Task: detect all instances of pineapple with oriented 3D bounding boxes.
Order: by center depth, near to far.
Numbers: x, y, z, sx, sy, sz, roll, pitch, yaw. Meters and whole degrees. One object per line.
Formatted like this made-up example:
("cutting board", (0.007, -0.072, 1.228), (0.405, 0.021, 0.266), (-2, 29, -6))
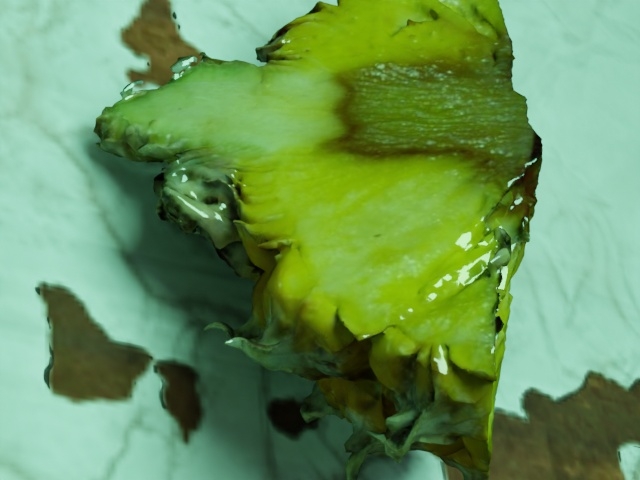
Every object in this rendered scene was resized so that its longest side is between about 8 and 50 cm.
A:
("pineapple", (0.001, 0.004, 0.619), (0.164, 0.139, 0.249), (-7, 45, 0))
